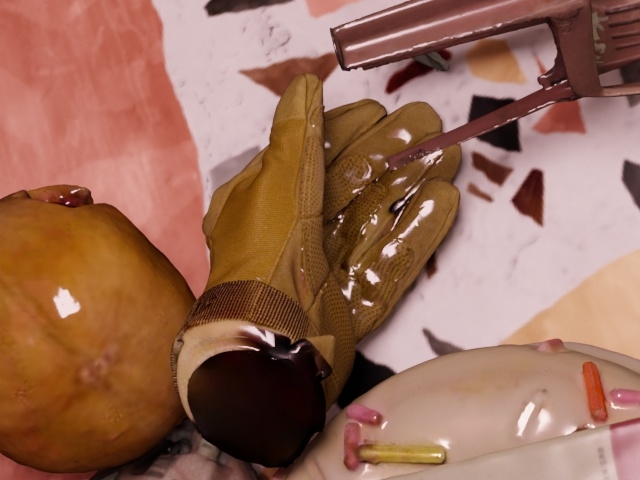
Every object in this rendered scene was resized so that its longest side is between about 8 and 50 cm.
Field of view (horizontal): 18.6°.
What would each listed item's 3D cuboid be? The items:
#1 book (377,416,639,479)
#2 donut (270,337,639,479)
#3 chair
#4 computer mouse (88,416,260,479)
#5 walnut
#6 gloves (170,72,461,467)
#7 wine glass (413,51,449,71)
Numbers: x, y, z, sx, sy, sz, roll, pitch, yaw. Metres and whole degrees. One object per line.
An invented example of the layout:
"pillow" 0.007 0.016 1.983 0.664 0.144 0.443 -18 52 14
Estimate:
"book" 0.152 0.192 1.138 0.232 0.022 0.162 -15 66 17
"donut" 0.118 0.239 1.231 0.382 0.142 0.383 -8 71 22
"chair" 0.171 -0.172 1.267 0.326 0.183 0.176 -16 55 5
"computer mouse" -0.131 0.268 1.363 0.199 0.115 0.389 7 62 34
"walnut" -0.190 0.067 1.380 0.203 0.298 0.203 1 87 -16
"gloves" -0.009 0.010 1.339 0.154 0.331 0.141 32 131 -7
"wine glass" 0.098 -0.206 1.420 0.073 0.073 0.155 29 88 29
